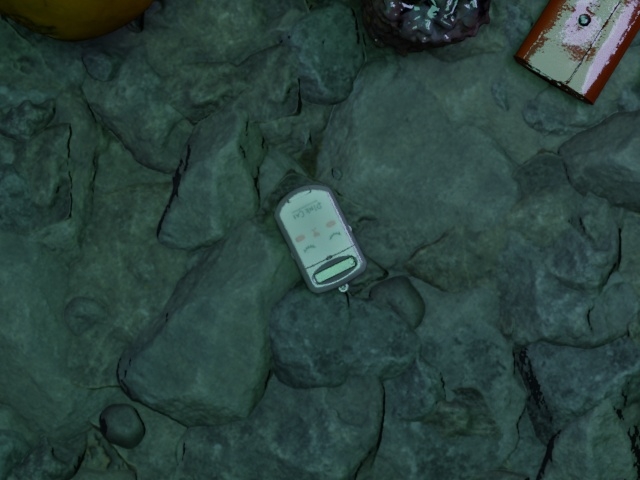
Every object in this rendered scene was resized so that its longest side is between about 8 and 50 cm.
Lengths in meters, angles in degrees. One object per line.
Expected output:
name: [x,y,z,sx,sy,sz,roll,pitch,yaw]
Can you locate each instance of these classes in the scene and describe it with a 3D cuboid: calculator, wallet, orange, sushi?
calculator: [0.000,0.000,1.735,0.100,0.032,0.175,-26,89,-1]
wallet: [0.406,-0.326,1.734,0.142,0.045,0.204,32,89,1]
orange: [-0.359,-0.433,1.612,0.312,0.312,0.312,0,89,0]
sushi: [0.147,-0.408,1.676,0.237,0.171,0.270,4,93,0]
